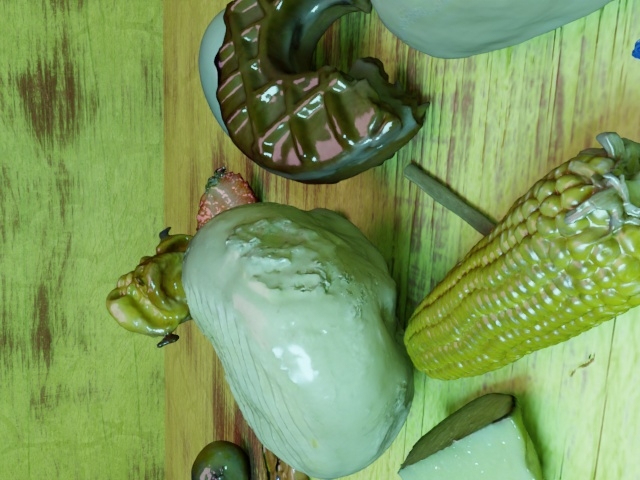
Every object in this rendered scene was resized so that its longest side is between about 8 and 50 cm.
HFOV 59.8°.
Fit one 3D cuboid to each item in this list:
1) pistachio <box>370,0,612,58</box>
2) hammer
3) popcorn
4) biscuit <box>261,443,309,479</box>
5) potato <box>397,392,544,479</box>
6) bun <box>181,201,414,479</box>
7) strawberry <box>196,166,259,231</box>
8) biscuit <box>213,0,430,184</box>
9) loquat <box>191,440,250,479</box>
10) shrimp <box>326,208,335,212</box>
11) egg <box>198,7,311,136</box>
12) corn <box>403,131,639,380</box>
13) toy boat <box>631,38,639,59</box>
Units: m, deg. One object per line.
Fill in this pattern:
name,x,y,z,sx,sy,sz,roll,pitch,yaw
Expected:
pistachio,0.129,-0.244,0.380,0.226,0.208,0.332,42,161,-4
hammer,0.141,-0.041,0.577,0.199,0.013,0.062,-128,43,-53
popcorn,-0.340,0.101,1.351,0.316,0.297,0.281,37,-150,-79
biscuit,-0.058,0.492,1.036,0.202,0.047,0.334,120,141,-50
potato,0.164,0.213,0.503,0.120,0.081,0.149,50,128,9
bun,-0.013,0.105,0.657,0.326,0.234,0.362,66,162,2
strawberry,-0.185,-0.040,1.240,0.175,0.107,0.236,-15,76,28
biscuit,-0.022,-0.236,0.710,0.268,0.115,0.366,-24,65,31
loquat,-0.246,0.571,1.366,0.195,0.152,0.152,131,133,-68
shrimp,0.000,0.000,0.890,0.180,0.041,0.099,-2,105,65
egg,-0.104,-0.263,0.917,0.183,0.183,0.264,146,113,-63
corn,0.156,0.042,0.439,0.305,0.106,0.106,117,144,-56
toy boat,0.225,-0.091,0.279,0.110,0.091,0.175,-71,22,7
